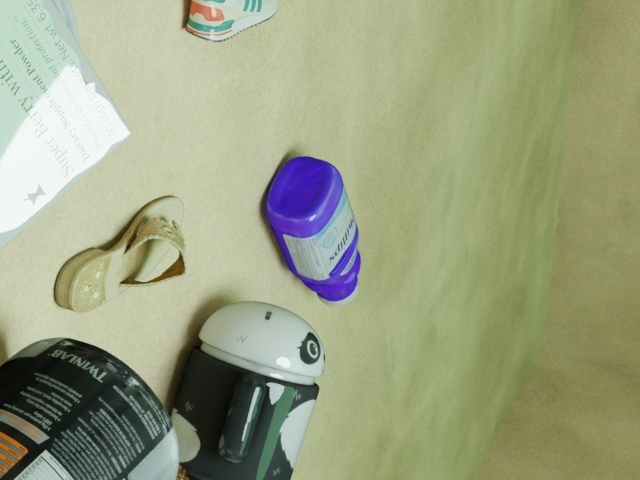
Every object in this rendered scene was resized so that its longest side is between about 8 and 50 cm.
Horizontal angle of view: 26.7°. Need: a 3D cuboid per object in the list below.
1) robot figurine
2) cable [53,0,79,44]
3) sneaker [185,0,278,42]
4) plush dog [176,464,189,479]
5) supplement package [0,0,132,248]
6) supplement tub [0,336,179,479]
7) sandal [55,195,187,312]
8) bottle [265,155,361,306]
[{"bbox_3d":[-0.095,0.215,1.700,0.174,0.209,0.278,17,91,-39],"label":"robot figurine"},{"bbox_3d":[-0.295,-0.119,1.074,0.257,0.089,0.257,-70,160,-6],"label":"cable"},{"bbox_3d":[-0.090,-0.278,1.492,0.161,0.057,0.075,-41,149,-48],"label":"sneaker"},{"bbox_3d":[-0.203,0.360,1.496,0.262,0.211,0.225,-47,-157,26],"label":"plush dog"},{"bbox_3d":[-0.302,-0.057,0.832,0.293,0.175,0.177,-44,133,-19],"label":"supplement package"},{"bbox_3d":[-0.294,0.253,1.202,0.338,0.207,0.207,-45,146,-49],"label":"supplement tub"},{"bbox_3d":[-0.185,0.026,1.467,0.240,0.079,0.088,-37,140,-56],"label":"sandal"},{"bbox_3d":[0.000,0.000,1.881,0.118,0.092,0.283,-64,157,-24],"label":"bottle"}]
